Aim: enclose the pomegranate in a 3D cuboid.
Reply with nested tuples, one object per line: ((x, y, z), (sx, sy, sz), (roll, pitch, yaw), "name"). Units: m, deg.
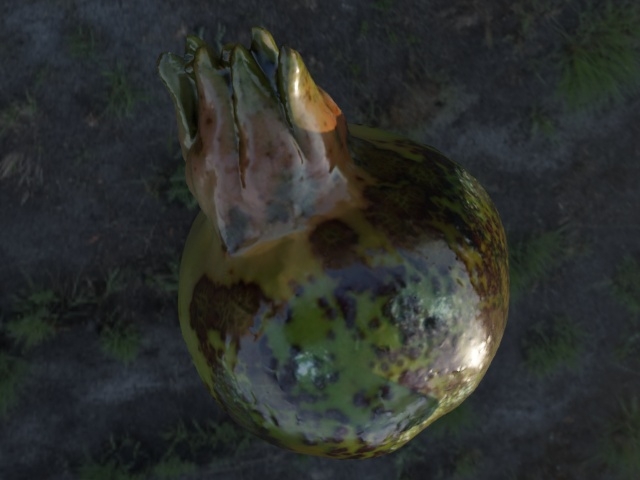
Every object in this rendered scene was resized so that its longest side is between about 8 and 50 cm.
((-0.014, 0.010, 0.607), (0.277, 0.222, 0.204), (30, 100, -36), "pomegranate")
